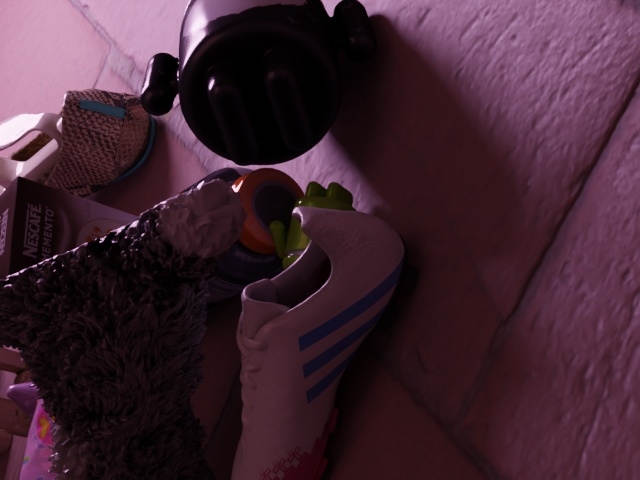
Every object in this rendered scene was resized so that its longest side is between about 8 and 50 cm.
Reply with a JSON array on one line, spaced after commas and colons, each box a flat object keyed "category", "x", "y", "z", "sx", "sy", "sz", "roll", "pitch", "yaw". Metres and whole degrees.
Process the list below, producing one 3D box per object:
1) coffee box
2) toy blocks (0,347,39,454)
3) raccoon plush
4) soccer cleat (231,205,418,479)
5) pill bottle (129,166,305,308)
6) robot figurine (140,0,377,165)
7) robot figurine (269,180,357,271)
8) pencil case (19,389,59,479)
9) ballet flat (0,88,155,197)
[{"category": "coffee box", "x": -0.263, "y": 0.042, "z": 1.866, "sx": 0.098, "sy": 0.246, "sz": 0.141, "roll": -41, "pitch": 40, "yaw": 43}, {"category": "toy blocks", "x": -0.474, "y": 0.113, "z": 2.181, "sx": 0.309, "sy": 0.260, "sz": 0.289, "roll": -25, "pitch": 52, "yaw": 53}, {"category": "raccoon plush", "x": -0.171, "y": 0.143, "z": 1.550, "sx": 0.299, "sy": 0.216, "sz": 0.446, "roll": 68, "pitch": 159, "yaw": 2}, {"category": "soccer cleat", "x": -0.037, "y": 0.116, "z": 1.533, "sx": 0.331, "sy": 0.143, "sz": 0.116, "roll": -65, "pitch": 29, "yaw": 11}, {"category": "pill bottle", "x": -0.113, "y": -0.001, "z": 1.754, "sx": 0.245, "sy": 0.130, "sz": 0.130, "roll": -27, "pitch": 50, "yaw": 51}, {"category": "robot figurine", "x": -0.067, "y": -0.191, "z": 1.717, "sx": 0.278, "sy": 0.209, "sz": 0.174, "roll": -96, "pitch": 29, "yaw": -59}, {"category": "robot figurine", "x": 0.000, "y": 0.000, "z": 1.620, "sx": 0.101, "sy": 0.067, "sz": 0.115, "roll": 4, "pitch": 74, "yaw": 29}, {"category": "pencil case", "x": -0.295, "y": 0.261, "z": 1.932, "sx": 0.124, "sy": 0.124, "sz": 0.284, "roll": -33, "pitch": 45, "yaw": 49}, {"category": "ballet flat", "x": -0.416, "y": -0.095, "z": 2.288, "sx": 0.483, "sy": 0.182, "sz": 0.164, "roll": -33, "pitch": 46, "yaw": 49}]
